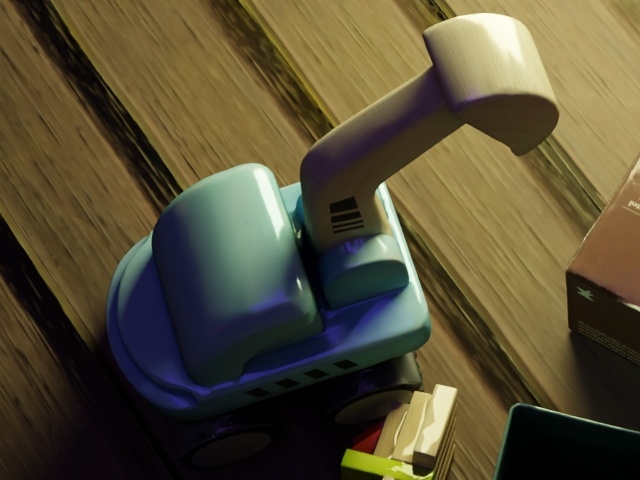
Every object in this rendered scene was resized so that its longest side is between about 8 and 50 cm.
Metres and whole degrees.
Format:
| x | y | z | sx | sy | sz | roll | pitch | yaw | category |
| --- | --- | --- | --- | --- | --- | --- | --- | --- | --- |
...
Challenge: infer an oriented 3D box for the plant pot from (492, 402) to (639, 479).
| x | y | z | sx | sy | sz | roll | pitch | yaw | category |
| --- | --- | --- | --- | --- | --- | --- | --- | --- | --- |
| 0.231 | 0.269 | 1.551 | 0.165 | 0.234 | 0.166 | 12 | 70 | 14 | plant pot |

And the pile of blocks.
| x | y | z | sx | sy | sz | roll | pitch | yaw | category |
| --- | --- | --- | --- | --- | --- | --- | --- | --- | --- |
| 0.028 | 0.297 | 1.619 | 0.112 | 0.149 | 0.362 | 12 | 71 | 13 | pile of blocks |

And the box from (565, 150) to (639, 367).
| x | y | z | sx | sy | sz | roll | pitch | yaw | category |
| --- | --- | --- | --- | --- | --- | --- | --- | --- | --- |
| 0.349 | 0.013 | 1.670 | 0.168 | 0.167 | 0.203 | 30 | 76 | 18 | box |

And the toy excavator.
| x | y | z | sx | sy | sz | roll | pitch | yaw | category |
| --- | --- | --- | --- | --- | --- | --- | --- | --- | --- |
| 0.000 | 0.000 | 1.579 | 0.433 | 0.445 | 0.222 | -18 | 68 | 2 | toy excavator |
